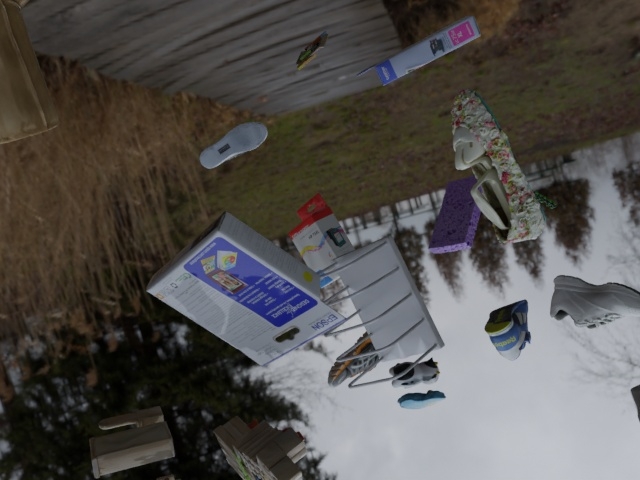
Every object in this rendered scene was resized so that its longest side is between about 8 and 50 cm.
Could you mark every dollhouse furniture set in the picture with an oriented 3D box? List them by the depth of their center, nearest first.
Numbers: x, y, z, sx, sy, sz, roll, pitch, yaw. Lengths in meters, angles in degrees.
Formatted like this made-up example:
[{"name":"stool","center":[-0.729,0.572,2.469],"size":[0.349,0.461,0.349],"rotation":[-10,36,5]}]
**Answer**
[{"name":"dollhouse furniture set","center":[-0.410,0.608,1.549],"size":[0.173,0.356,0.303],"rotation":[-9,-169,-19]}]

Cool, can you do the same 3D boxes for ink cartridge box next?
[{"name":"ink cartridge box","center":[-0.148,0.108,1.353],"size":[0.303,0.307,0.072],"rotation":[-35,-151,42]},{"name":"ink cartridge box","center":[0.247,-0.474,1.730],"size":[0.311,0.065,0.186],"rotation":[-22,-167,14]},{"name":"ink cartridge box","center":[0.000,0.000,1.891],"size":[0.078,0.231,0.134],"rotation":[-27,173,-40]}]

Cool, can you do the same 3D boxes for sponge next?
[{"name":"sponge","center":[0.347,-0.068,1.704],"size":[0.117,0.031,0.210],"rotation":[-12,-129,49]}]

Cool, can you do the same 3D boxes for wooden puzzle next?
[{"name":"wooden puzzle","center":[-0.019,-0.399,1.413],"size":[0.078,0.014,0.116],"rotation":[-32,-153,25]}]

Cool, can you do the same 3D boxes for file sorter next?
[{"name":"file sorter","center":[0.106,0.165,1.526],"size":[0.173,0.278,0.192],"rotation":[-27,-179,-44]}]

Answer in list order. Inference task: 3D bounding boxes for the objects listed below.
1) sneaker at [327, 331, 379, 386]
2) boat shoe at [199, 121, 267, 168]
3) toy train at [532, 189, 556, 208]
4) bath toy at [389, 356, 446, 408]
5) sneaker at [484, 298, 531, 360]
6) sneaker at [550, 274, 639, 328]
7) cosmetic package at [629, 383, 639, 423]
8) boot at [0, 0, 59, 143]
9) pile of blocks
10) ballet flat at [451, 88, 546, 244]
[{"name":"sneaker","center":[0.107,0.326,1.834],"size":[0.215,0.083,0.084],"rotation":[-41,-174,-20]},{"name":"boat shoe","center":[-0.244,-0.278,1.966],"size":[0.228,0.080,0.076],"rotation":[-29,-170,22]},{"name":"toy train","center":[0.556,-0.107,1.708],"size":[0.017,0.083,0.024],"rotation":[-58,-176,28]},{"name":"bath toy","center":[0.280,0.330,2.079],"size":[0.151,0.348,0.129],"rotation":[4,151,-34]},{"name":"sneaker","center":[0.281,0.129,1.001],"size":[0.053,0.059,0.144],"rotation":[-29,-179,31]},{"name":"sneaker","center":[0.727,0.173,1.758],"size":[0.111,0.129,0.297],"rotation":[27,169,-30]},{"name":"cosmetic package","center":[0.829,0.376,1.200],"size":[0.393,0.327,0.329],"rotation":[-31,180,20]},{"name":"boot","center":[-0.474,-0.312,1.084],"size":[0.089,0.270,0.236],"rotation":[3,-156,37]},{"name":"pile of blocks","center":[-0.092,0.432,1.360],"size":[0.112,0.149,0.362],"rotation":[-32,-171,-25]},{"name":"ballet flat","center":[0.240,-0.101,0.972],"size":[0.077,0.241,0.091],"rotation":[-29,179,-15]}]
